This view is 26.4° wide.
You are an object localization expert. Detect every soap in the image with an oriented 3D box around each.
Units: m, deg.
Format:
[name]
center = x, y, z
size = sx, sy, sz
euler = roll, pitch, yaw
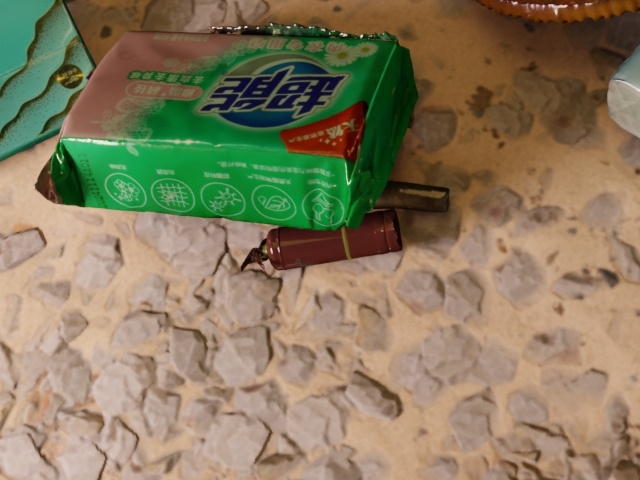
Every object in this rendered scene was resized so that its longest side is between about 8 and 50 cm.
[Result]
[soap]
center = -0.070, -0.092, 1.138
size = 0.273, 0.098, 0.218
euler = 5, 49, 19

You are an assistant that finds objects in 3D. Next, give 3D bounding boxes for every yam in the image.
[yam]
center = -0.006, -0.040, 1.163
size = 0.234, 0.029, 0.027
euler = 4, 37, 15

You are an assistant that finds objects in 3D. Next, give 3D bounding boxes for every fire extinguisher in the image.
[fire extinguisher]
center = 0.000, 0.000, 1.131
size = 0.132, 0.039, 0.056
euler = -9, 29, 7

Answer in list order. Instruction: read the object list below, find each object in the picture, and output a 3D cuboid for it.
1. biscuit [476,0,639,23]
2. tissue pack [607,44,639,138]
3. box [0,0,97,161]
[biscuit]
center = 0.250, -0.295, 1.194
size = 0.305, 0.038, 0.305
euler = -15, 46, 17
[tissue pack]
center = 0.382, -0.161, 1.111
size = 0.177, 0.089, 0.263
euler = 36, 72, 25
[box]
center = -0.306, -0.189, 1.234
size = 0.161, 0.042, 0.226
euler = -25, 91, -1
